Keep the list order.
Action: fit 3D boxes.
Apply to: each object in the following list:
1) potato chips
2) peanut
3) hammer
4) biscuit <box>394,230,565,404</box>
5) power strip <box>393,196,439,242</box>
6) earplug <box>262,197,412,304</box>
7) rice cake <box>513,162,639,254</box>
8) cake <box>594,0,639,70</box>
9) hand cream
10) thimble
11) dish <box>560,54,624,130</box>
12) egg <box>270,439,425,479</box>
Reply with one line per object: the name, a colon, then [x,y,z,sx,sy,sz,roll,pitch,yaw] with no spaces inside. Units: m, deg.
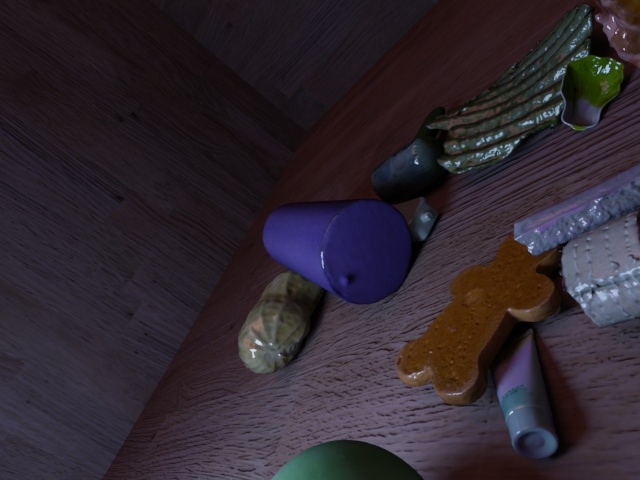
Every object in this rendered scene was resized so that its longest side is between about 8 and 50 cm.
potato chips: [0.408,-0.322,1.018,0.389,0.097,0.373,-40,21,30]
peanut: [-0.100,0.191,1.234,0.174,0.158,0.340,-60,6,39]
hammer: [0.267,-0.244,1.246,0.206,0.119,0.335,-30,21,51]
biscuit: [0.249,0.091,0.677,0.324,0.049,0.205,-51,15,-13]
power strip: [0.155,-0.030,1.164,0.091,0.062,0.385,-58,17,-18]
earplug: [0.000,0.000,1.135,0.215,0.215,0.456,-56,26,-10]
rice cake: [0.375,-0.060,0.596,0.270,0.049,0.055,-31,9,28]
cake: [0.497,-0.410,0.609,0.293,0.314,0.306,-31,29,55]
hand cream: [0.238,0.176,0.571,0.076,0.047,0.174,-44,9,26]
thimble: [0.326,0.031,0.515,0.115,0.102,0.090,-34,0,-44]
dish: [0.459,-0.246,0.820,0.091,0.039,0.137,16,85,27]
egg: [0.034,0.332,0.474,0.220,0.220,0.269,-50,18,10]
